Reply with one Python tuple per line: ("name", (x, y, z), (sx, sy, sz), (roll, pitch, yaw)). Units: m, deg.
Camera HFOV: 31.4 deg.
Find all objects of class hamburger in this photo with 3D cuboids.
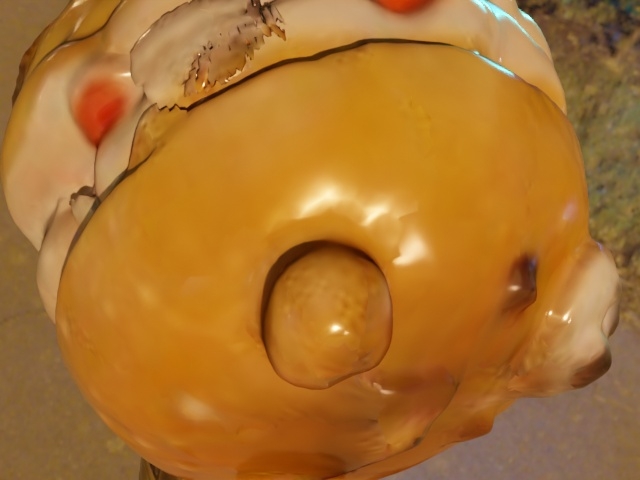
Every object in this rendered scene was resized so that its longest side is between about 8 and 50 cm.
("hamburger", (0.000, 0.000, 0.517), (0.276, 0.276, 0.237), (1, 45, -25))

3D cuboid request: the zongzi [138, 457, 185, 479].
("zongzi", (-0.124, 0.215, 0.989), (0.134, 0.286, 0.288), (19, 56, 32))
